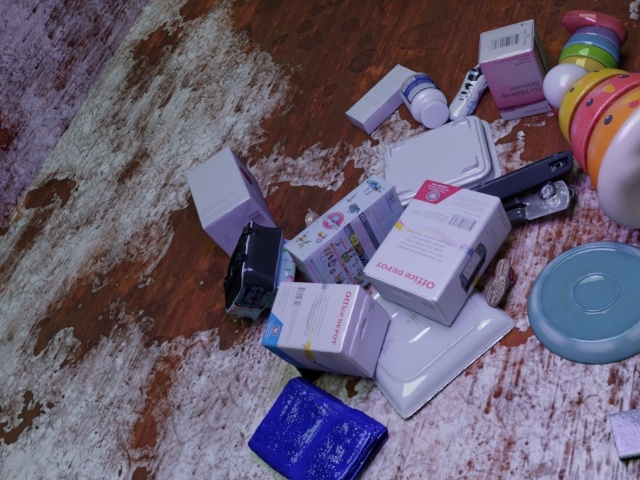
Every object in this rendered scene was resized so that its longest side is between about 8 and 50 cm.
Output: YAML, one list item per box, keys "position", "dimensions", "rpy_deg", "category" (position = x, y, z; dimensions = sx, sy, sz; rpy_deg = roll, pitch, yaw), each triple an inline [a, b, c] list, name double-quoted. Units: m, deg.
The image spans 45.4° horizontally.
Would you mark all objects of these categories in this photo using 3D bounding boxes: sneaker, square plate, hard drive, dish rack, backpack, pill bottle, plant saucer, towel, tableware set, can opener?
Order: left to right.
- position: [-0.172, 0.097, 2.114]
  dimensions: [0.253, 0.191, 0.225]
  rpy_deg: [126, 156, -47]
  category: "backpack"
- position: [-0.017, 0.463, 1.800]
  dimensions: [0.308, 0.076, 0.228]
  rpy_deg: [22, 68, 43]
  category: "towel"
- position: [0.000, 0.000, 2.137]
  dimensions: [0.020, 0.141, 0.169]
  rpy_deg: [-15, 46, 50]
  category: "tableware set"
- position: [0.233, 0.203, 1.861]
  dimensions: [0.344, 0.049, 0.347]
  rpy_deg: [-39, 45, -4]
  category: "square plate"
- position: [0.313, -0.413, 2.277]
  dimensions: [0.112, 0.112, 0.187]
  rpy_deg: [-30, 37, 9]
  category: "pill bottle"
- position: [0.324, -0.219, 2.153]
  dimensions: [0.332, 0.072, 0.286]
  rpy_deg: [-20, 47, 20]
  category: "dish rack"
- position: [0.443, -0.449, 2.254]
  dimensions: [0.085, 0.086, 0.237]
  rpy_deg: [24, 71, 42]
  category: "sneaker"
- position: [0.431, 0.108, 1.815]
  dimensions: [0.042, 0.067, 0.118]
  rpy_deg: [14, 75, 34]
  category: "sneaker"
- position: [0.498, -0.072, 1.921]
  dimensions: [0.283, 0.095, 0.076]
  rpy_deg: [-20, 64, 33]
  category: "can opener"
- position: [0.502, -0.156, 1.921]
  dimensions: [0.254, 0.054, 0.172]
  rpy_deg: [-22, 2, 7]
  category: "hard drive"
- position: [0.610, 0.123, 1.691]
  dimensions: [0.317, 0.044, 0.318]
  rpy_deg: [-18, 46, 20]
  category: "plant saucer"
- position: [0.636, 0.369, 1.479]
  dimensions: [0.135, 0.022, 0.094]
  rpy_deg: [-18, 47, 21]
  category: "hard drive"

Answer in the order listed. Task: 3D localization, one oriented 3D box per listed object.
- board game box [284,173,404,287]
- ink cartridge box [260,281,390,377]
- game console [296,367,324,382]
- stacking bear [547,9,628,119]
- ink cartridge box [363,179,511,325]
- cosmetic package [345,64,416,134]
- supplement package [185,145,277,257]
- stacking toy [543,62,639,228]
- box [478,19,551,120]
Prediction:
- position: [0.085, 0.008, 1.985]
  dimensions: [0.303, 0.224, 0.097]
  rpy_deg: [-40, 43, -11]
  category: "board game box"
- position: [0.015, 0.212, 1.832]
  dimensions: [0.232, 0.168, 0.171]
  rpy_deg: [1, 62, 35]
  category: "ink cartridge box"
- position: [-0.011, 0.288, 1.970]
  dimensions: [0.122, 0.071, 0.107]
  rpy_deg: [-39, 84, 6]
  category: "game console"
- position: [0.696, -0.444, 2.037]
  dimensions: [0.164, 0.175, 0.289]
  rpy_deg: [11, 71, 44]
  category: "stacking bear"
- position: [0.284, 0.022, 1.851]
  dimensions: [0.226, 0.131, 0.306]
  rpy_deg: [22, 70, 40]
  category: "ink cartridge box"
- position: [0.202, -0.450, 2.432]
  dimensions: [0.239, 0.060, 0.099]
  rpy_deg: [-43, 45, -5]
  category: "cosmetic package"
- position: [-0.280, -0.122, 2.394]
  dimensions: [0.175, 0.177, 0.293]
  rpy_deg: [-33, 44, 6]
  category: "supplement package"
- position: [0.668, -0.280, 1.776]
  dimensions: [0.350, 0.350, 0.480]
  rpy_deg: [-37, 41, 2]
  category: "stacking toy"
- position: [0.538, -0.460, 2.089]
  dimensions: [0.148, 0.232, 0.127]
  rpy_deg: [-9, 50, 28]
  category: "box"
